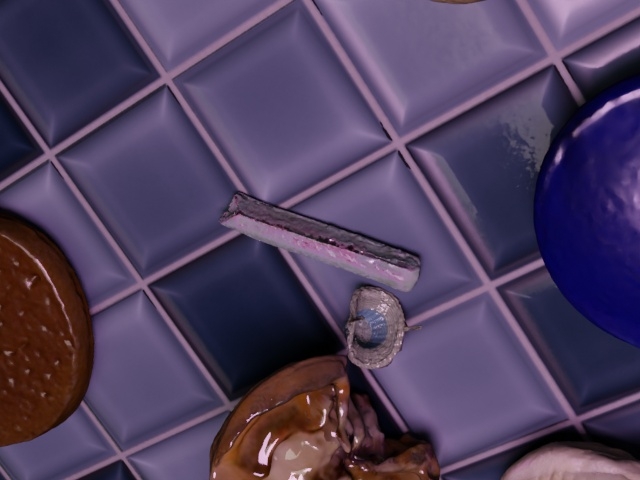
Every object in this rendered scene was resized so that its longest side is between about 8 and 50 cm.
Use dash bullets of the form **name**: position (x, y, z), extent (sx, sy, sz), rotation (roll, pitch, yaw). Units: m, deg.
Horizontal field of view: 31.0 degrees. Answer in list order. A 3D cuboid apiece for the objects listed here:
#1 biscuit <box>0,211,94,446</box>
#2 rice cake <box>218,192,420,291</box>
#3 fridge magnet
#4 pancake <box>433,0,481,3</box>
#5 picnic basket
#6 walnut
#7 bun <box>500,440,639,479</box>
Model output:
- **biscuit**: position (-0.438, 0.076, 1.288), extent (0.394, 0.070, 0.350), rotation (5, 114, 15)
- **rice cake**: position (-0.001, 0.001, 1.131), extent (0.208, 0.033, 0.033), rotation (19, 128, 10)
- **fridge magnet**: position (0.313, -0.023, 0.971), extent (0.266, 0.112, 0.265), rotation (7, 115, 14)
- **pancake**: position (0.114, -0.312, 0.935), extent (0.242, 0.050, 0.241), rotation (7, 115, 15)
- **picnic basket**: position (0.055, 0.084, 1.130), extent (0.065, 0.083, 0.083), rotation (14, 161, -18)
- **walnut**: position (-0.015, 0.217, 1.160), extent (0.204, 0.141, 0.238), rotation (-42, 117, 0)
- **bun**: position (0.285, 0.289, 1.119), extent (0.237, 0.116, 0.210), rotation (27, 121, 35)
